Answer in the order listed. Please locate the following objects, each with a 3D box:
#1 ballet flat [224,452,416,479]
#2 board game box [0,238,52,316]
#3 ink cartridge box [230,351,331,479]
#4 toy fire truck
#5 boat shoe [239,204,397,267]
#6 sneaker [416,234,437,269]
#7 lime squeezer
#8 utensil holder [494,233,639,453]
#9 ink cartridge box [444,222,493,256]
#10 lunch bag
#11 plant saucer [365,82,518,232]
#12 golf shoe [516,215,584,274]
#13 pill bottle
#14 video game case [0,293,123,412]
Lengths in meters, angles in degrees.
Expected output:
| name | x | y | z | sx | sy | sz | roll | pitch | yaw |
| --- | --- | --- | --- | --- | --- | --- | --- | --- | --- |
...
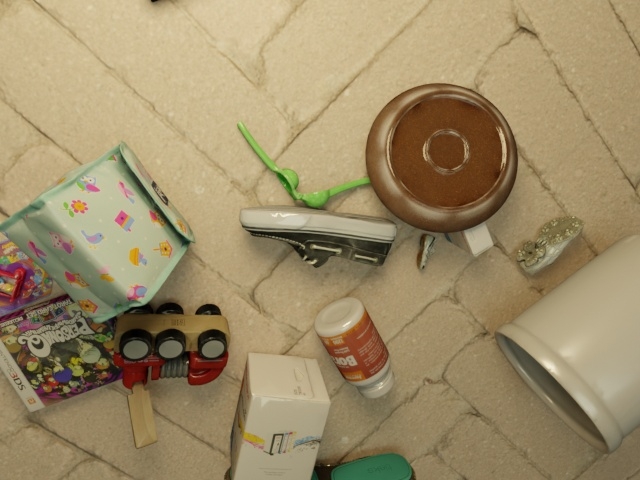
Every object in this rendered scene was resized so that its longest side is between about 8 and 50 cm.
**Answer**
| name | x | y | z | sx | sy | sz | roll | pitch | yaw |
| --- | --- | --- | --- | --- | --- | --- | --- | --- | --- |
| ballet flat | 0.003 | 0.629 | 1.089 | 0.482 | 0.164 | 0.182 | 5 | 111 | -17 |
| board game box | -0.612 | 0.079 | 0.852 | 0.168 | 0.033 | 0.133 | -24 | 110 | -4 |
| ink cartridge box | -0.096 | 0.393 | 0.983 | 0.168 | 0.171 | 0.233 | 10 | 104 | -15 |
| toy fire truck | -0.307 | 0.272 | 0.911 | 0.217 | 0.158 | 0.246 | 5 | 116 | -22 |
| boat shoe | 0.000 | 0.000 | 0.908 | 0.335 | 0.121 | 0.119 | 7 | 101 | -16 |
| sneaker | 0.244 | 0.029 | 1.016 | 0.037 | 0.032 | 0.083 | 6 | 106 | -13 |
| lime squeezer | -0.034 | -0.131 | 0.896 | 0.310 | 0.059 | 0.110 | 19 | 102 | -16 |
| utensil holder | 0.658 | 0.218 | 1.013 | 0.385 | 0.327 | 0.327 | -39 | 110 | -1 |
| ink cartridge box | 0.307 | -0.030 | 0.962 | 0.052 | 0.122 | 0.088 | -30 | 111 | -1 |
| lunch bag | -0.342 | -0.031 | 0.766 | 0.160 | 0.262 | 0.223 | -21 | 115 | 28 |
| plant saucer | 0.245 | -0.171 | 0.880 | 0.310 | 0.050 | 0.311 | 0 | 85 | -1 |
| golf shoe | 0.551 | 0.013 | 1.069 | 0.176 | 0.069 | 0.086 | -37 | 130 | 4 |
| pill bottle | 0.083 | 0.245 | 1.001 | 0.121 | 0.121 | 0.216 | -29 | 110 | -2 |
| video game case | -0.523 | 0.220 | 0.909 | 0.232 | 0.042 | 0.210 | -19 | 111 | -6 |
